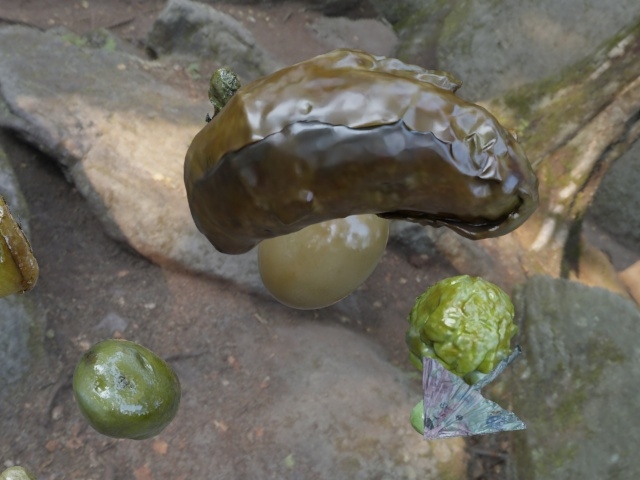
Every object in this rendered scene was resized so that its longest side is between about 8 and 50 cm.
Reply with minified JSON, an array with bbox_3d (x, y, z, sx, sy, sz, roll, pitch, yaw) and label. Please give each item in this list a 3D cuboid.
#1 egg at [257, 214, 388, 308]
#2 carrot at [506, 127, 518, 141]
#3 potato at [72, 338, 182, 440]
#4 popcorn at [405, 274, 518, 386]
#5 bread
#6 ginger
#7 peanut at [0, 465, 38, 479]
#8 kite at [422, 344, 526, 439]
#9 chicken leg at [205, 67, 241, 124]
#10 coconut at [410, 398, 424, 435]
[{"bbox_3d":[0.000,0.000,1.890,0.301,0.374,0.301,42,6,-6],"label":"egg"},{"bbox_3d":[0.354,-0.195,1.820,0.224,0.159,0.159,2,43,-1],"label":"carrot"},{"bbox_3d":[-0.334,0.266,1.346,0.251,0.159,0.174,52,30,-70],"label":"potato"},{"bbox_3d":[0.234,0.161,1.251,0.198,0.197,0.213,-49,124,-57],"label":"popcorn"},{"bbox_3d":[-0.647,0.001,1.438,0.160,0.147,0.261,-22,106,-19],"label":"bread"},{"bbox_3d":[0.021,-0.077,0.658,0.165,0.321,0.173,-46,130,-62],"label":"ginger"},{"bbox_3d":[-0.346,0.319,0.901,0.113,0.053,0.054,64,31,-11],"label":"peanut"},{"bbox_3d":[0.161,0.158,0.798,0.156,0.011,0.139,-35,48,-22],"label":"kite"},{"bbox_3d":[-0.275,-0.389,2.147,0.103,0.228,0.088,27,45,9],"label":"chicken leg"},{"bbox_3d":[0.246,0.389,1.666,0.096,0.088,0.088,-31,75,-12],"label":"coconut"}]
